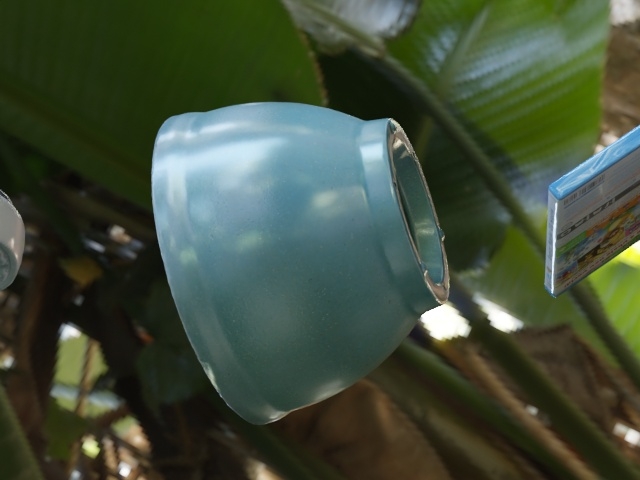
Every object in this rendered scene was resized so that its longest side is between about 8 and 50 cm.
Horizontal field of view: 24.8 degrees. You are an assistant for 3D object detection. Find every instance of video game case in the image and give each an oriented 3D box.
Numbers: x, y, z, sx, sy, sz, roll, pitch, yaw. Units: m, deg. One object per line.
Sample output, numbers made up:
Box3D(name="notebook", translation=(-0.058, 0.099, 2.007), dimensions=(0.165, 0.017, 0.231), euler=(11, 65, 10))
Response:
Box3D(name="video game case", translation=(0.217, -0.027, 1.072), dimensions=(0.119, 0.015, 0.166), euler=(-33, -26, -9))

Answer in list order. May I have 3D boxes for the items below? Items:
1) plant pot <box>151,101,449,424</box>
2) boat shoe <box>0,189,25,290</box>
Box3D(name="plant pot", translation=(0.000, 0.000, 1.306), dimensions=(0.293, 0.196, 0.293), euler=(-16, -90, -75))
Box3D(name="boat shoe", translation=(-0.287, -0.038, 0.677), dimensions=(0.109, 0.302, 0.094), euler=(111, 165, -53))
